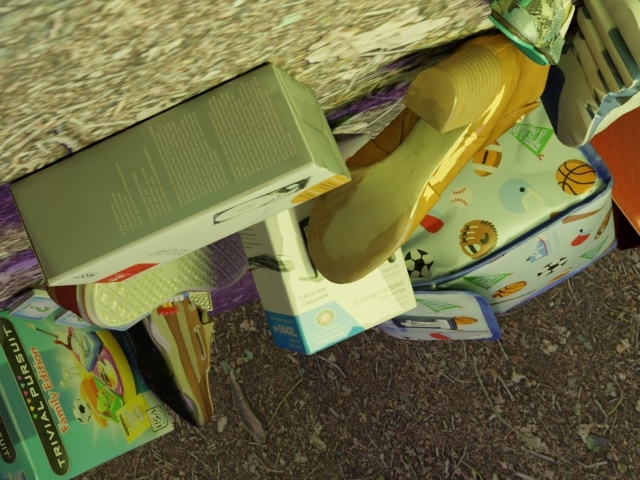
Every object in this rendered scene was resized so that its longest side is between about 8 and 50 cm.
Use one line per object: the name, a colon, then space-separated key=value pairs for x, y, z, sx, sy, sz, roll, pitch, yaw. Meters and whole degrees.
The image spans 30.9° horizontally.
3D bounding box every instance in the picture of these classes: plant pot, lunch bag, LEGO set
plant pot: x=0.496 y=-0.163 z=1.783 sx=0.235 sy=0.267 sz=0.267 roll=-36 pitch=175 yaw=3
lunch bag: x=0.211 y=-0.002 z=1.630 sx=0.385 sy=0.239 sz=0.328 roll=-30 pitch=159 yaw=4
LEGO set: x=-0.264 y=0.079 z=1.495 sx=0.182 sy=0.060 sz=0.244 roll=14 pitch=147 yaw=-39

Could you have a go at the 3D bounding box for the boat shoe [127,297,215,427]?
boat shoe: x=-0.210 y=0.148 z=1.736 sx=0.122 sy=0.324 sz=0.120 roll=28 pitch=-123 yaw=38

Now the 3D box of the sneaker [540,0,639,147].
sneaker: x=0.344 y=-0.200 z=1.198 sx=0.182 sy=0.127 sz=0.315 roll=-20 pitch=174 yaw=-9

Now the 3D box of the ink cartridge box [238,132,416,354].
ink cartridge box: x=0.000 y=0.000 z=1.254 sx=0.148 sy=0.203 sz=0.086 roll=-22 pitch=-167 yaw=-24

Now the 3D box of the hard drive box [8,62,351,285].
hard drive box: x=-0.107 y=-0.048 z=0.960 sx=0.232 sy=0.089 sz=0.181 roll=-23 pitch=175 yaw=10

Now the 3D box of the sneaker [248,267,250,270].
sneaker: x=-0.040 y=0.040 z=1.802 sx=0.124 sy=0.180 sz=0.321 roll=-20 pitch=175 yaw=-36

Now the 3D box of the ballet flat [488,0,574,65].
ballet flat: x=0.187 y=-0.189 z=0.982 sx=0.070 sy=0.070 sz=0.188 roll=-24 pitch=179 yaw=14

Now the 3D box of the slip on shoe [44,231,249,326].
slip on shoe: x=-0.179 y=0.010 z=1.320 sx=0.101 sy=0.123 sz=0.331 roll=12 pitch=-158 yaw=31

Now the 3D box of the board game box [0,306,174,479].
board game box: x=-0.377 y=0.215 z=1.704 sx=0.079 sy=0.254 sz=0.336 roll=-26 pitch=175 yaw=24

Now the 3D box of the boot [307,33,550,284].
boot: x=0.120 y=-0.085 z=1.169 sx=0.211 sy=0.104 sz=0.295 roll=-24 pitch=155 yaw=-47
